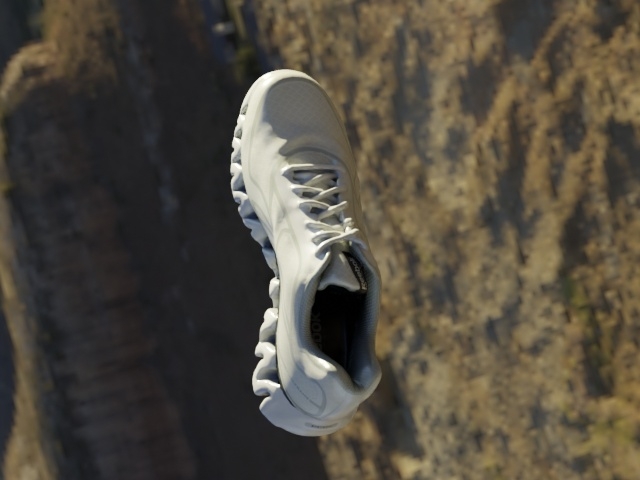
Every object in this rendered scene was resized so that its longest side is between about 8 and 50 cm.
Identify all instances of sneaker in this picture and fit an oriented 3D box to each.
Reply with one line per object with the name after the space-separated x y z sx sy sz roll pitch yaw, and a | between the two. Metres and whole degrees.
0.000 0.000 1.247 0.118 0.110 0.292 140 124 -67 | sneaker
